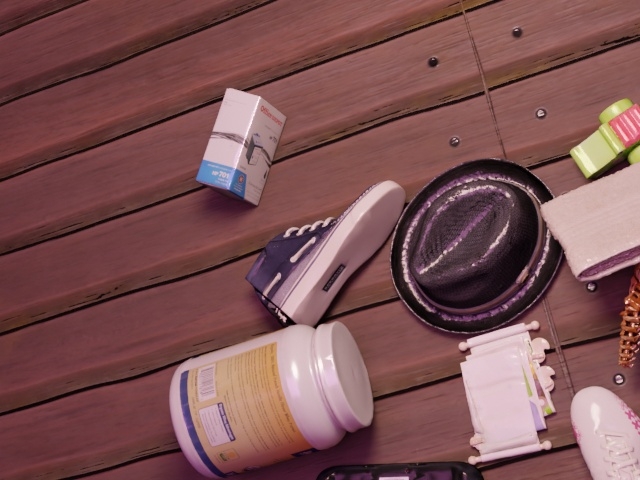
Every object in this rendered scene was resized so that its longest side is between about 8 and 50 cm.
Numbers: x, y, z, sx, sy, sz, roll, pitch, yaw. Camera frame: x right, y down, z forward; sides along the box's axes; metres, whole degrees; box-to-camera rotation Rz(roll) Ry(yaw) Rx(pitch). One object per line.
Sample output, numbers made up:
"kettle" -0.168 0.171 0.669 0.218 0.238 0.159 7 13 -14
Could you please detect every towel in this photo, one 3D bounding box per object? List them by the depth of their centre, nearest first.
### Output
"towel" 0.522 -0.049 1.834 0.282 0.049 0.187 -23 40 5

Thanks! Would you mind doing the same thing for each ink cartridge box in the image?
"ink cartridge box" -0.152 -0.179 2.142 0.082 0.139 0.190 18 86 23

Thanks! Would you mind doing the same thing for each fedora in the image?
"fedora" 0.261 -0.002 1.951 0.334 0.152 0.334 -4 78 19

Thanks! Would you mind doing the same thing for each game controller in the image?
"game controller" 0.137 0.478 1.955 0.319 0.067 0.166 -6 68 18

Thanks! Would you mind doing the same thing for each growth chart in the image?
"growth chart" 0.330 0.267 1.943 0.172 0.021 0.237 -10 76 18

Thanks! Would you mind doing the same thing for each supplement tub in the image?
"supplement tub" -0.085 0.282 1.978 0.316 0.228 0.228 -19 74 16

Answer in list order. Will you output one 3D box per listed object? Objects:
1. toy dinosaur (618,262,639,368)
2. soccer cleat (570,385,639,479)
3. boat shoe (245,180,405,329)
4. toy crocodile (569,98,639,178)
"toy dinosaur" 0.601 0.069 1.839 0.218 0.164 0.322 31 106 36
"soccer cleat" 0.502 0.387 1.791 0.116 0.143 0.331 -27 71 13
"boat shoe" 0.000 0.000 2.064 0.158 0.127 0.340 39 88 34
"toy crocodile" 0.590 -0.218 1.899 0.340 0.105 0.115 -29 71 13
